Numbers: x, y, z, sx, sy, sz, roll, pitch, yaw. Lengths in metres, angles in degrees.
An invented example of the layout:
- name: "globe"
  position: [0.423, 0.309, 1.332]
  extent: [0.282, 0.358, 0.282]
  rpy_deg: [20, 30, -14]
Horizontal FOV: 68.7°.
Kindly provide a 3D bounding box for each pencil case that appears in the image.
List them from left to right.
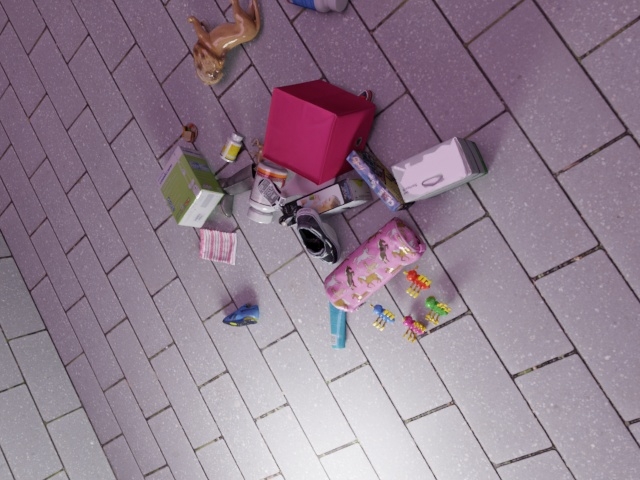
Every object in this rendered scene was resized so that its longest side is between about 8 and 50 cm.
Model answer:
- name: "pencil case"
  position: [0.188, 0.090, 1.654]
  extent: [0.167, 0.160, 0.386]
  rpy_deg: [39, 115, -14]

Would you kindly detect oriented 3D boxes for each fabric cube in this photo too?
- name: "fabric cube"
  position: [-0.006, -0.376, 1.602]
  extent: [0.259, 0.258, 0.254]
  rpy_deg: [30, 125, 21]

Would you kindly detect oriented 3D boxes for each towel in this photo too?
- name: "towel"
  position: [-0.452, 0.024, 2.055]
  extent: [0.197, 0.029, 0.144]
  rpy_deg: [9, 102, 26]

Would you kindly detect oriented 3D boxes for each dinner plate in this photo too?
- name: "dinner plate"
  position: [0.000, 0.000, 1.820]
  extent: [0.141, 0.017, 0.141]
  rpy_deg: [3, 97, 27]

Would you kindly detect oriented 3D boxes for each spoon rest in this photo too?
- name: "spoon rest"
  position: [-0.072, -0.207, 1.747]
  extent: [0.276, 0.084, 0.137]
  rpy_deg: [-29, 94, 3]

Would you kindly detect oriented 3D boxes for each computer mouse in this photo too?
- name: "computer mouse"
  position: [-0.152, -0.150, 1.686]
  extent: [0.106, 0.042, 0.193]
  rpy_deg: [-44, 75, 28]

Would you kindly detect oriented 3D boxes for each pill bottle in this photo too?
- name: "pill bottle"
  position: [-0.364, -0.387, 1.931]
  extent: [0.065, 0.065, 0.116]
  rpy_deg: [39, 113, 18]
- name: "pill bottle"
  position: [-0.213, -0.188, 1.847]
  extent: [0.121, 0.121, 0.221]
  rpy_deg: [25, 109, 23]
- name: "pill bottle"
  position: [-0.016, -0.877, 1.646]
  extent: [0.221, 0.124, 0.124]
  rpy_deg: [28, 109, 23]

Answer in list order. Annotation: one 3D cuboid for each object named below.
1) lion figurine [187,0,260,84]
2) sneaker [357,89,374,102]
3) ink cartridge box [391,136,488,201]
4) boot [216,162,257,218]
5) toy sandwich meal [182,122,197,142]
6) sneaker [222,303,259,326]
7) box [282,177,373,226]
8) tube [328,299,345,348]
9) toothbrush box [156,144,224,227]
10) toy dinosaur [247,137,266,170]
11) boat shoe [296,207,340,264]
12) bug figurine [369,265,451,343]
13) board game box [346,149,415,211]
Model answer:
- name: "lion figurine"
  position: [-0.362, -0.803, 1.835]
  extent: [0.392, 0.142, 0.240]
  rpy_deg: [-25, 92, 24]
- name: "sneaker"
  position: [0.151, -0.471, 1.645]
  extent: [0.042, 0.067, 0.118]
  rpy_deg: [18, 105, 25]
- name: "ink cartridge box"
  position: [0.372, -0.215, 1.437]
  extent: [0.211, 0.289, 0.122]
  rpy_deg: [-23, 86, 28]
- name: "boot"
  position: [-0.335, -0.203, 1.945]
  extent: [0.208, 0.076, 0.190]
  rpy_deg: [-13, 92, 22]
- name: "toy sandwich meal"
  position: [-0.577, -0.471, 2.052]
  extent: [0.085, 0.029, 0.086]
  rpy_deg: [4, 99, 27]
- name: "sneaker"
  position: [-0.340, 0.323, 2.026]
  extent: [0.209, 0.069, 0.082]
  rpy_deg: [-17, 56, 37]
- name: "box"
  position: [0.025, -0.136, 1.704]
  extent: [0.290, 0.169, 0.087]
  rpy_deg: [-19, 85, 30]
- name: "tube"
  position: [0.067, 0.313, 1.812]
  extent: [0.080, 0.052, 0.207]
  rpy_deg: [-1, 91, 23]
- name: "toothbrush box"
  position: [-0.556, -0.227, 1.985]
  extent: [0.206, 0.122, 0.283]
  rpy_deg: [-49, 59, 24]
- name: "toy dinosaur"
  position: [-0.233, -0.371, 1.882]
  extent: [0.092, 0.053, 0.183]
  rpy_deg: [31, 101, 2]
- name: "boat shoe"
  position: [-0.008, 0.015, 1.681]
  extent: [0.108, 0.301, 0.102]
  rpy_deg: [-8, 50, 17]
- name: "bug figurine"
  position: [0.316, 0.230, 1.631]
  extent: [0.216, 0.072, 0.279]
  rpy_deg: [39, 119, -1]
- name: "board game box"
  position: [0.208, -0.205, 1.597]
  extent: [0.042, 0.165, 0.243]
  rpy_deg: [-45, 75, 25]
